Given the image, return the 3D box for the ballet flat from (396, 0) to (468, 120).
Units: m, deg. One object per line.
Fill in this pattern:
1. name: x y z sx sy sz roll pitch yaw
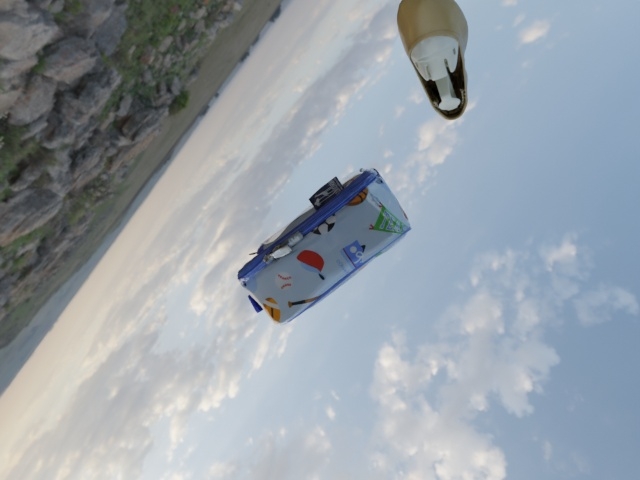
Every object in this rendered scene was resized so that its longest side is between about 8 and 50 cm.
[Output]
1. ballet flat: 0.162 -0.231 0.555 0.080 0.232 0.073 -11 -105 26

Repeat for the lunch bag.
1. lunch bag: 0.000 0.000 0.622 0.243 0.115 0.303 -36 -177 8
